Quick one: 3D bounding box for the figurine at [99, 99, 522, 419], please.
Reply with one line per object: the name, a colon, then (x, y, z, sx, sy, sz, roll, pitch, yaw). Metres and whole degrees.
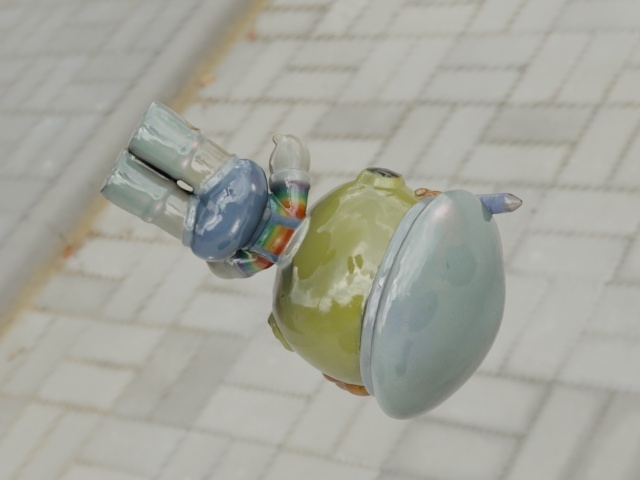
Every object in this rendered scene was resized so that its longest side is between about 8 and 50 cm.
figurine: (-0.017, 0.026, 1.450, 0.382, 0.224, 0.205, 15, 13, -7)
